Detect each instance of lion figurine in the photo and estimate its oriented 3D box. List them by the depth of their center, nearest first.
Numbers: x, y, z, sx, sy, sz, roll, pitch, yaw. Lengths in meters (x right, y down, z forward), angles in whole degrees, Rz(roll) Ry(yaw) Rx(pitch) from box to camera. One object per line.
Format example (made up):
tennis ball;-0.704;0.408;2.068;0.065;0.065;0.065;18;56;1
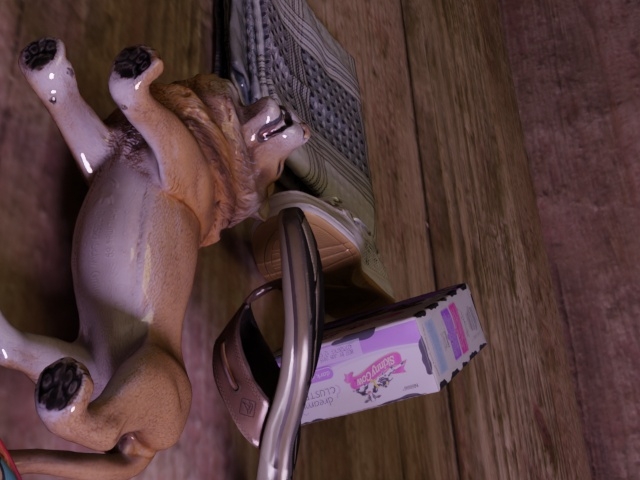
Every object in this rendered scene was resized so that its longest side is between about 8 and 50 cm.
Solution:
lion figurine;-0.124;0.022;0.658;0.240;0.142;0.392;65;33;-54

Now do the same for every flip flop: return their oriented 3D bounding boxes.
flip flop;-0.046;0.111;0.747;0.112;0.080;0.277;-60;160;-79

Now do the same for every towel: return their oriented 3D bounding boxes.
towel;-0.019;-0.178;1.114;0.324;0.056;0.312;42;38;-50

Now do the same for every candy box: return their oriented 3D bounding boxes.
candy box;0.054;0.108;0.928;0.196;0.164;0.070;-17;89;-68

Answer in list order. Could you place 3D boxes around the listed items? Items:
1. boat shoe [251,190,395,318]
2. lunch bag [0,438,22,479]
boat shoe;0.000;0.000;0.983;0.277;0.098;0.096;48;31;-62
lunch bag;-0.177;0.212;0.310;0.258;0.120;0.293;-46;125;-75
